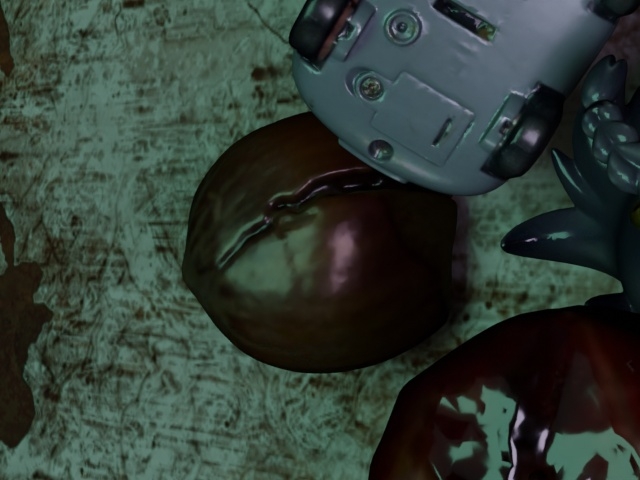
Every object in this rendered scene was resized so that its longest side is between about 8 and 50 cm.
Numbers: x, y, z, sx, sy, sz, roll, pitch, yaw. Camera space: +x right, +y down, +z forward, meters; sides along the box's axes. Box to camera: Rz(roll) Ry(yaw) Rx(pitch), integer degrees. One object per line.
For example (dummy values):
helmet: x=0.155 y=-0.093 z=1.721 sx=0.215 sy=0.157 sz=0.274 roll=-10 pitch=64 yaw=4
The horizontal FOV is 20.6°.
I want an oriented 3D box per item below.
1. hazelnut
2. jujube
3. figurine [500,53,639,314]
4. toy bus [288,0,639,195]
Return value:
hazelnut: x=0.000 y=-0.001 z=1.380 sx=0.181 sy=0.181 sz=0.212 roll=-36 pitch=60 yaw=42
jujube: x=0.148 y=0.195 z=1.068 sx=0.258 sy=0.258 sz=0.377 roll=51 pitch=166 yaw=38
figurine: x=0.245 y=-0.017 z=1.126 sx=0.265 sy=0.197 sz=0.175 roll=33 pitch=124 yaw=37
toy bus: x=0.112 y=-0.188 z=1.254 sx=0.288 sy=0.194 sz=0.232 roll=-59 pitch=4 yaw=18
